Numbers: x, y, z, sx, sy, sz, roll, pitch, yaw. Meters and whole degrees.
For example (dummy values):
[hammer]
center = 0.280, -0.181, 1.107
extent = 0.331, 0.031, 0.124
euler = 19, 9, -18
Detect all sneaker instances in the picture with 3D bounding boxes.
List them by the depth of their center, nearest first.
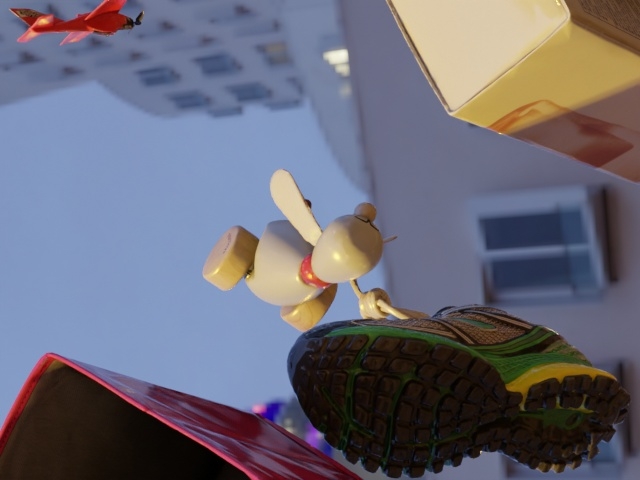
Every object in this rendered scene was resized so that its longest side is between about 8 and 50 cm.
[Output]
[sneaker]
center = 0.106, 0.124, 1.489
extent = 0.343, 0.146, 0.134
euler = 12, -67, -38

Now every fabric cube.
[fabric cube]
center = -0.100, 0.264, 1.283
extent = 0.258, 0.259, 0.254
euler = 23, -89, -50

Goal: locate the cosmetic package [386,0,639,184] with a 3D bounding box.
[cosmetic package]
center = 0.204, -0.160, 1.383
extent = 0.296, 0.129, 0.153
euler = 16, -138, -49

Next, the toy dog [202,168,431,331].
[toy dog]
center = 0.000, 0.000, 2.056
extent = 0.220, 0.333, 0.161
euler = 39, -115, -36

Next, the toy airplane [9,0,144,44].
[toy airplane]
center = -0.254, -0.230, 1.765
extent = 0.151, 0.151, 0.028
euler = 13, -118, -61
